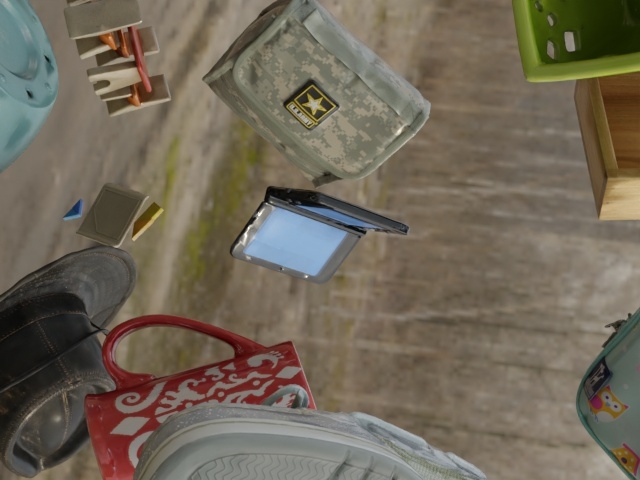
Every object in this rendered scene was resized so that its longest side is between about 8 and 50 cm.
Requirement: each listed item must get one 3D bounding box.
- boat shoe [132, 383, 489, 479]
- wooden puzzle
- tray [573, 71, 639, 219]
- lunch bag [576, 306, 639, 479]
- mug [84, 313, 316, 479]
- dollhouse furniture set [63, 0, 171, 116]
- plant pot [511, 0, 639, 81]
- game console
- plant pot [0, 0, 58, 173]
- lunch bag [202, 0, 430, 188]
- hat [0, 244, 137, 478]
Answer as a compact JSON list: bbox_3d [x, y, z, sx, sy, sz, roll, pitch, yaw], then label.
[{"bbox_3d":[0.021,0.149,0.708,0.103,0.320,0.118,38,-77,48],"label":"boat shoe"},{"bbox_3d":[-0.231,-0.028,1.491,0.078,0.116,0.014,-54,142,-13],"label":"wooden puzzle"},{"bbox_3d":[0.504,-0.118,1.487,0.076,0.411,0.203,91,-1,-48],"label":"tray"},{"bbox_3d":[0.379,0.163,1.227,0.108,0.279,0.224,-23,153,-41],"label":"lunch bag"},{"bbox_3d":[-0.092,0.132,1.046,0.113,0.169,0.150,-117,-171,-69],"label":"mug"},{"bbox_3d":[-0.260,-0.324,1.762,0.262,0.135,0.259,83,-8,-74],"label":"dollhouse furniture set"},{"bbox_3d":[0.340,-0.292,1.392,0.207,0.228,0.227,-15,98,-55],"label":"plant pot"},{"bbox_3d":[0.000,0.000,1.213,0.107,0.122,0.071,9,-97,51],"label":"game console"},{"bbox_3d":[-0.427,-0.174,1.427,0.293,0.235,0.293,53,22,-33],"label":"plant pot"},{"bbox_3d":[-0.004,-0.203,1.776,0.169,0.235,0.287,-51,-168,-14],"label":"lunch bag"},{"bbox_3d":[-0.286,0.153,1.327,0.134,0.331,0.331,52,-10,13],"label":"hat"}]
